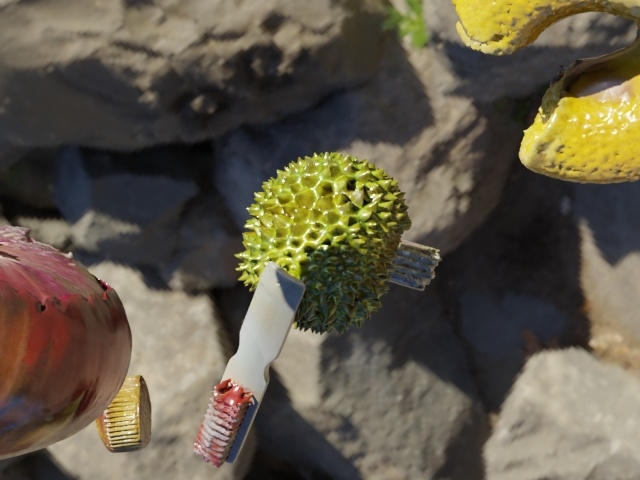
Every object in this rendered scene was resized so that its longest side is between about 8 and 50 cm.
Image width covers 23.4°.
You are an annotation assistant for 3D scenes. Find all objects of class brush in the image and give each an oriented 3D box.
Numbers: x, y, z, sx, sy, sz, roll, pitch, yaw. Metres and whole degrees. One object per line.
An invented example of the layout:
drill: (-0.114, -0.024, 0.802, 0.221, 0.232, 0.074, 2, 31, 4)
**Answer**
brush: (-0.095, 0.164, 1.929, 0.060, 0.050, 0.321, 35, 127, 17)

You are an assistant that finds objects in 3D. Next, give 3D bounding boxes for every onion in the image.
onion: (-0.236, 0.055, 0.908, 0.248, 0.248, 0.161, 26, 114, 27)

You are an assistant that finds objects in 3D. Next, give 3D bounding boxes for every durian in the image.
durian: (0.001, -0.004, 1.948, 0.200, 0.237, 0.176, 27, 176, 45)

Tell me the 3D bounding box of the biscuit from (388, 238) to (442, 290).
biscuit: (0.054, 0.015, 2.212, 0.238, 0.108, 0.062, 15, 95, 9)

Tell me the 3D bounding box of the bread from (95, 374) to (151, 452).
bread: (-0.207, 0.181, 1.614, 0.053, 0.085, 0.085, -3, 132, 3)

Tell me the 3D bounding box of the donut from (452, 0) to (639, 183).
donut: (0.384, -0.265, 2.031, 0.377, 0.163, 0.435, -19, 123, 24)
